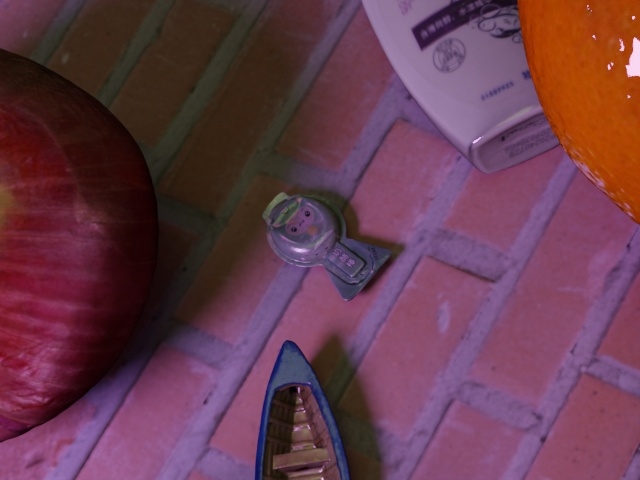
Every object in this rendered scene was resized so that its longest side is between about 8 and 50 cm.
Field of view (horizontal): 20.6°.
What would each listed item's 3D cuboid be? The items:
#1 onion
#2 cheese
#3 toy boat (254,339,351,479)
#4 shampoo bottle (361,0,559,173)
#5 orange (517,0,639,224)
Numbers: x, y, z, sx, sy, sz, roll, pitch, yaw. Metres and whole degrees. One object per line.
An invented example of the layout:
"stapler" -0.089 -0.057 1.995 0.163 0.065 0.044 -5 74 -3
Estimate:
"onion" -0.302 0.003 1.467 0.354 0.353 0.353 -6 64 12
"cheese" 0.000 0.000 1.522 0.121 0.026 0.067 37 79 26
"toy boat" -0.013 0.193 1.426 0.080 0.046 0.228 -12 63 10
"shampoo bottle" 0.103 -0.226 1.572 0.134 0.078 0.359 -26 62 6
"orange" 0.347 -0.184 1.337 0.424 0.326 0.423 1 83 -13
